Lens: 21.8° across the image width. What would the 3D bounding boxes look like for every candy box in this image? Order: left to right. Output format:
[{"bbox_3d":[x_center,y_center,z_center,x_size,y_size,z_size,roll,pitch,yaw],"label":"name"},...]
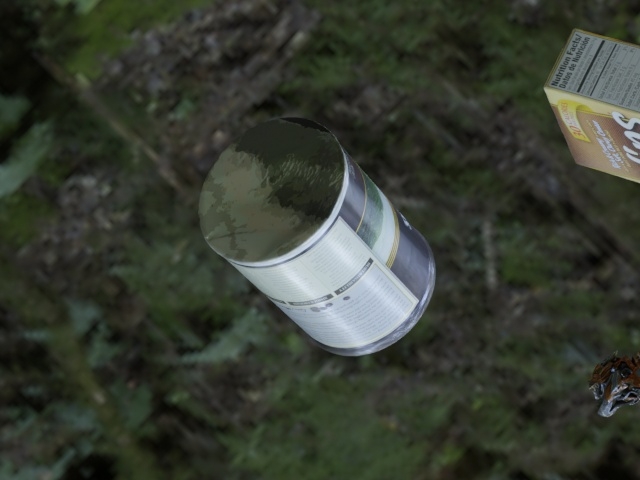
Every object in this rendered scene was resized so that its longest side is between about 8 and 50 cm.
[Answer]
[{"bbox_3d":[0.417,-0.115,1.811,0.088,0.316,0.183,-62,151,-16],"label":"candy box"}]

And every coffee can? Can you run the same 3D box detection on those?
[{"bbox_3d":[0.000,0.000,2.087,0.201,0.201,0.275,-46,141,-1],"label":"coffee can"}]

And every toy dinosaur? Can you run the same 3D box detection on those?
[{"bbox_3d":[0.504,0.170,2.124,0.322,0.164,0.218,-35,-133,36],"label":"toy dinosaur"}]
